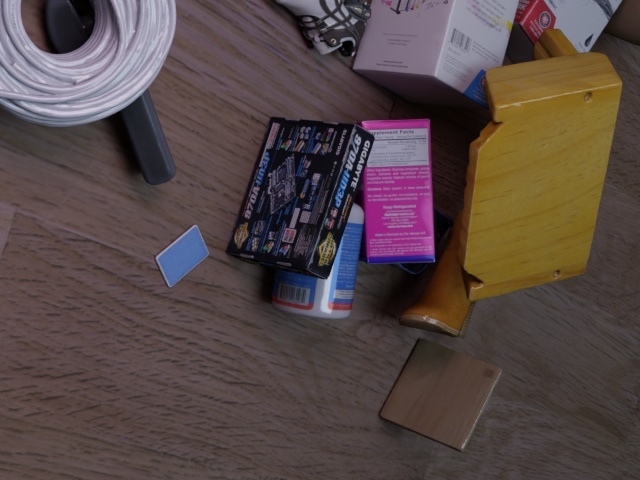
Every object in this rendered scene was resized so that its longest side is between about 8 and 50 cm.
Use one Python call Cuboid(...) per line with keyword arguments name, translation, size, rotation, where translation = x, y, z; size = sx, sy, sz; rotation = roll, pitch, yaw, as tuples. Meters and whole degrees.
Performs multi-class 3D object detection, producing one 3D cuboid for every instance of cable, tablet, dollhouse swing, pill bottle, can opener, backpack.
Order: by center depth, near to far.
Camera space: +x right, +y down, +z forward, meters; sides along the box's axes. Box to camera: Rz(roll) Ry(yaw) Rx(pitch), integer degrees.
Cuboid(name="cable", translation=(-0.301, -0.261, 1.402), size=(0.257, 0.089, 0.257), rotation=(21, 89, -26))
Cuboid(name="can opener", translation=(-0.264, -0.198, 1.544), size=(0.093, 0.074, 0.280), rotation=(-24, 118, -4))
Cuboid(name="tablet", translation=(-0.194, 0.022, 1.697), size=(0.083, 0.006, 0.054), rotation=(-42, 126, -32))
Cuboid(name="pill bottle", translation=(0.000, 0.000, 1.815), size=(0.124, 0.124, 0.222), rotation=(5, 95, -47))
Cuboid(name="dollhouse swing", translation=(0.306, -0.150, 1.966), size=(0.315, 0.305, 0.347), rotation=(-12, 127, -21))
Cuboid(name="backpack", translation=(0.146, -0.008, 1.998), size=(0.105, 0.084, 0.114), rotation=(33, 80, -46))

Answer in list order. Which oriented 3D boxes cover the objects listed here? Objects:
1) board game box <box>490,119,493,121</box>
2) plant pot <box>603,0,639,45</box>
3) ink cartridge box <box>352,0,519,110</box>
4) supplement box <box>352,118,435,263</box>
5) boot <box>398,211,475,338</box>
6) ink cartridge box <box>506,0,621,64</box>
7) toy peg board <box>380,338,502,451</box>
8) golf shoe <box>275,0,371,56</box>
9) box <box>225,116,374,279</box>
Cuboid(name="board game box", translation=(0.391, -0.192, 2.251), size=(0.170, 0.048, 0.141), rotation=(-35, 124, -37))
Cuboid(name="plant pot", translation=(0.641, -0.469, 2.295), size=(0.256, 0.274, 0.256), rotation=(-13, 108, -45))
Cuboid(name="ink cartridge box", translation=(0.189, -0.347, 1.912), size=(0.171, 0.168, 0.233), rotation=(21, 83, -49))
Cuboid(name="supplement box", translation=(0.111, -0.077, 1.879), size=(0.114, 0.111, 0.220), rotation=(-1, 92, -8))
Cuboid(name="boot", translation=(0.216, 0.054, 2.044), size=(0.295, 0.104, 0.211), rotation=(18, 84, -70))
Cuboid(name="ink cartridge box", translation=(0.431, -0.448, 2.155), size=(0.197, 0.114, 0.273), rotation=(40, 80, -44))
Cuboid(name="toy peg board", translation=(0.216, 0.278, 2.090), size=(0.161, 0.160, 0.079), rotation=(-60, 150, -20))
Cuboid(name="golf shoe", translation=(0.001, -0.325, 1.784), size=(0.198, 0.077, 0.094), rotation=(9, 92, -46))
Cuboid(name="box", translation=(-0.031, -0.065, 1.730), size=(0.051, 0.175, 0.220), rotation=(26, 78, -45))
